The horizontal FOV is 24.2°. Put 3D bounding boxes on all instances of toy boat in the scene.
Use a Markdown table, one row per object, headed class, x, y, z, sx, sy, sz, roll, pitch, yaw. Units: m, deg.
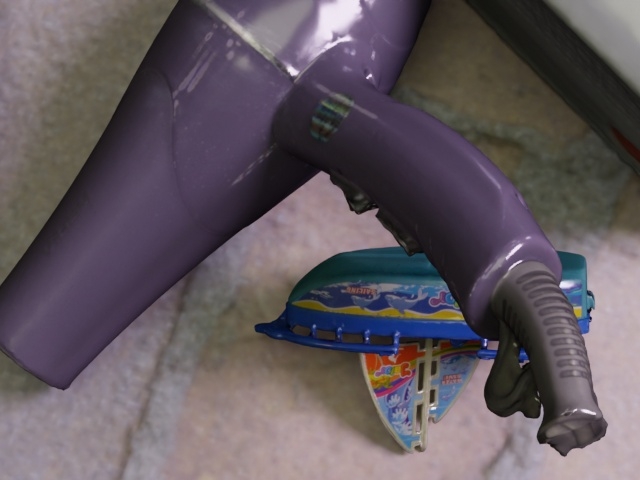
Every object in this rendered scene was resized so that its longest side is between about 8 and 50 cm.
| class | x | y | z | sx | sy | sz | roll | pitch | yaw |
| --- | --- | --- | --- | --- | --- | --- | --- | --- | --- |
| toy boat | 0.051 | 0.059 | 0.767 | 0.175 | 0.091 | 0.110 | 2 | 102 | 10 |

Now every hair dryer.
| class | x | y | z | sx | sy | sz | roll | pitch | yaw |
| --- | --- | --- | --- | --- | --- | --- | --- | --- | --- |
| hair dryer | 0.000 | 0.000 | 0.698 | 0.301 | 0.121 | 0.361 | -49 | 41 | 0 |

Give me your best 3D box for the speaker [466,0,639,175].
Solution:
| class | x | y | z | sx | sy | sz | roll | pitch | yaw |
| --- | --- | --- | --- | --- | --- | --- | --- | --- | --- |
| speaker | 0.141 | -0.206 | 0.776 | 0.184 | 0.183 | 0.406 | -42 | 75 | -1 |
